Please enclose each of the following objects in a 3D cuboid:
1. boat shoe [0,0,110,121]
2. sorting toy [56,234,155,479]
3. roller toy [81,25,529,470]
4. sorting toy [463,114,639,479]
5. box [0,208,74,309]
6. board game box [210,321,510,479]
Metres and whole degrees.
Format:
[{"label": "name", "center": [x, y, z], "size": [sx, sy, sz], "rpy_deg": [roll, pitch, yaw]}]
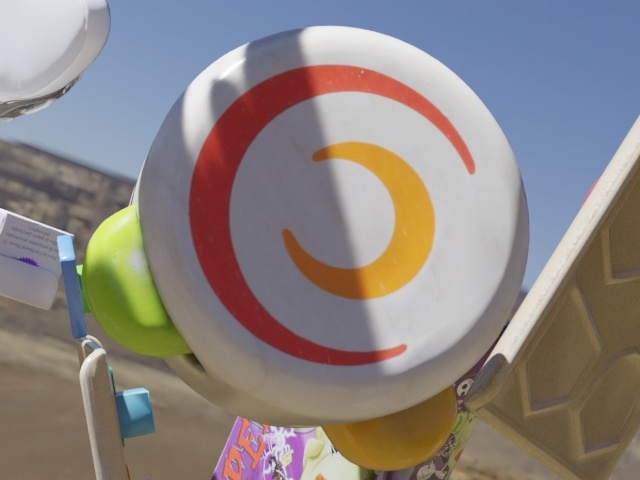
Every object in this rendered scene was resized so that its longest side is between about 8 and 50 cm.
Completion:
[{"label": "boat shoe", "center": [-0.254, -0.158, 1.267], "size": [0.102, 0.108, 0.301], "rpy_deg": [-8, -8, -43]}, {"label": "sorting toy", "center": [-0.146, 0.164, 1.102], "size": [0.047, 0.347, 0.196], "rpy_deg": [-9, 2, -10]}, {"label": "roller toy", "center": [0.000, 0.000, 0.752], "size": [0.209, 0.191, 0.146], "rpy_deg": [25, -14, -7]}, {"label": "sorting toy", "center": [0.158, 0.083, 0.925], "size": [0.041, 0.307, 0.229], "rpy_deg": [29, -6, 36]}, {"label": "box", "center": [-0.312, -0.008, 1.237], "size": [0.067, 0.063, 0.324], "rpy_deg": [21, -4, -37]}, {"label": "board game box", "center": [0.016, 0.156, 1.174], "size": [0.056, 0.347, 0.208], "rpy_deg": [6, 28, -34]}]
